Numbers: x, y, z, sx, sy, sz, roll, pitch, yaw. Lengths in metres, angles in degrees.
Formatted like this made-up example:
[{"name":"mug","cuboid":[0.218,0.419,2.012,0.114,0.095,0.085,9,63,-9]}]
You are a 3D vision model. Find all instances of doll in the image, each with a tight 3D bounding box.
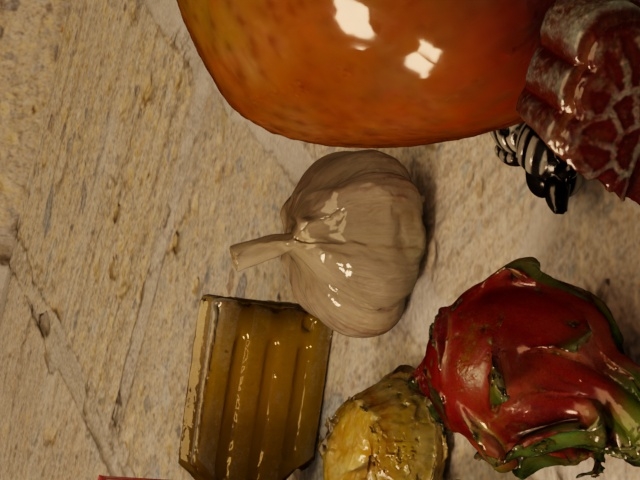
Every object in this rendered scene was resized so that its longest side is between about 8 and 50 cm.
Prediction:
[{"name":"doll","cuboid":[0.213,-0.099,1.848,0.219,0.067,0.091,-120,39,-61]}]

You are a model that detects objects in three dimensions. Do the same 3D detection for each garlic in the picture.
[{"name":"garlic","cuboid":[0.000,0.000,2.114,0.218,0.212,0.219,1,91,64]}]

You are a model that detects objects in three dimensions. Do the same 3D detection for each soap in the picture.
[{"name":"soap","cuboid":[-0.082,0.201,2.298,0.080,0.160,0.257,-165,84,-67]}]

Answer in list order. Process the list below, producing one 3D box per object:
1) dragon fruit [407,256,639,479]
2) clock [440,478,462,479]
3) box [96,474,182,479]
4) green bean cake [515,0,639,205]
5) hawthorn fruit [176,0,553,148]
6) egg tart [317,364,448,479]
[{"name":"dragon fruit","cuboid":[0.196,0.143,1.706,0.200,0.198,0.269,-58,48,25]},{"name":"clock","cuboid":[0.145,0.357,1.892,0.236,0.053,0.236,-175,90,-67]},{"name":"box","cuboid":[-0.123,0.480,2.139,0.314,0.312,0.300,-109,33,-45]},{"name":"green bean cake","cuboid":[0.274,-0.095,1.516,0.097,0.232,0.198,-130,55,-63]},{"name":"hawthorn fruit","cuboid":[0.079,-0.293,1.735,0.472,0.471,0.472,-173,90,-65]},{"name":"egg tart","cuboid":[0.064,0.239,2.066,0.212,0.090,0.213,-28,57,56]}]
